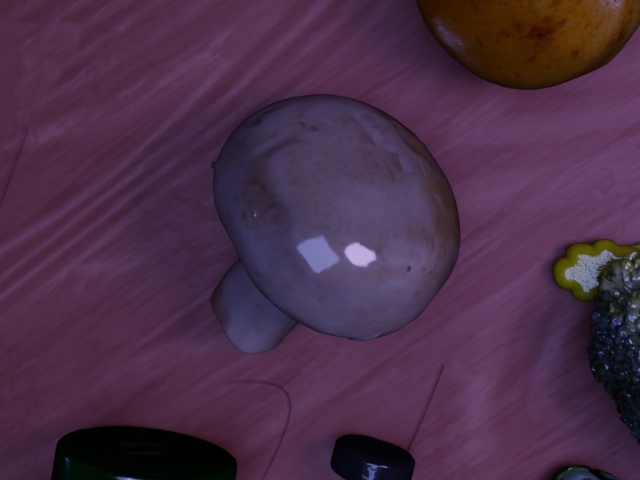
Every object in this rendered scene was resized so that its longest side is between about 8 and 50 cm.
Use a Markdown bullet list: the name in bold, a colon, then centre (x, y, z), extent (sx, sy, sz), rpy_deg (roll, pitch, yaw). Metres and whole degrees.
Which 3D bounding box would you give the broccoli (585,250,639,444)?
- **broccoli**: centre (0.422, 0.122, 1.074), extent (0.243, 0.247, 0.263), rpy_deg (-37, 55, -9)

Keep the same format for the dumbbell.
- **dumbbell**: centre (0.043, 0.333, 1.163), extent (0.100, 0.100, 0.191), rpy_deg (14, 95, 6)

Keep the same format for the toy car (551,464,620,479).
- **toy car**: centre (0.386, 0.379, 1.116), extent (0.306, 0.125, 0.136), rpy_deg (28, 95, 6)

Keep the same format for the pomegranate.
- **pomegranate**: centre (0.223, -0.289, 1.047), extent (0.265, 0.264, 0.264), rpy_deg (0, 93, 6)

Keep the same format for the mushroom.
- **mushroom**: centre (0.000, 0.000, 1.106), extent (0.292, 0.292, 0.290), rpy_deg (41, 132, 3)

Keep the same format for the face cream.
- **face cream**: centre (-0.225, 0.413, 1.136), extent (0.313, 0.219, 0.356), rpy_deg (10, 93, 6)

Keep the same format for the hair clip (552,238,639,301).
- **hair clip**: centre (0.357, 0.030, 1.141), extent (0.173, 0.046, 0.072), rpy_deg (-7, 93, 7)
